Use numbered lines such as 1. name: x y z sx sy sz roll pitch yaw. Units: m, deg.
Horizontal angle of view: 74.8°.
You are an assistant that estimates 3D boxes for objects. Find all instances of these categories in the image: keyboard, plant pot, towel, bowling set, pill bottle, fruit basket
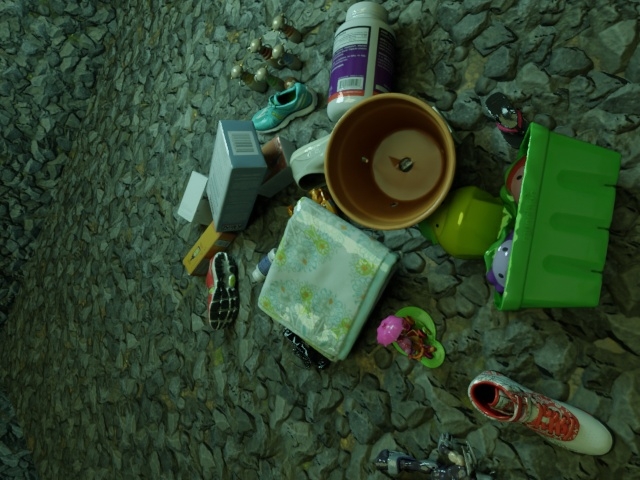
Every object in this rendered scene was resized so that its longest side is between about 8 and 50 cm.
1. keyboard: -0.040 0.323 1.285 0.192 0.038 0.100 34 79 36
2. plant pot: 0.180 -0.180 0.985 0.291 0.203 0.290 5 101 24
3. towel: 0.006 0.116 1.158 0.320 0.090 0.374 32 114 18
4. bowling set: -0.154 -0.613 1.449 0.287 0.154 0.200 -51 57 19
5. pill bottle: 0.122 -0.499 1.209 0.182 0.181 0.322 1 82 37
6. fruit basket: 0.385 -0.038 0.902 0.392 0.283 0.392 -2 84 19
7. pill bottle: -0.170 0.086 1.392 0.120 0.067 0.067 -43 60 22

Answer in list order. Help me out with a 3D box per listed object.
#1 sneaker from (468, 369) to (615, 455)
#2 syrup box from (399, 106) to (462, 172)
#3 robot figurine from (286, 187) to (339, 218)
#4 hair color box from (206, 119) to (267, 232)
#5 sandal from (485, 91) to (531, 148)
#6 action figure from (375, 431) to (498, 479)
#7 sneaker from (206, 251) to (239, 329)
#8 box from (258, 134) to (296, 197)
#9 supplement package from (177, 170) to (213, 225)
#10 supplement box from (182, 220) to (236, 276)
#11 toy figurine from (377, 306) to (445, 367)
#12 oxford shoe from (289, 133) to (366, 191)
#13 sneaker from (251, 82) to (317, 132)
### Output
1. sneaker: 0.435 0.357 0.849 0.270 0.145 0.090 24 96 37
2. syrup box: 0.247 -0.234 1.123 0.237 0.096 0.093 -38 64 26
3. robot figurine: 0.000 0.000 1.271 0.211 0.085 0.291 -33 64 29
4. hair color box: -0.290 -0.200 1.394 0.374 0.114 0.185 -55 48 54
5. sandal: 0.455 -0.292 1.013 0.067 0.040 0.179 -38 62 25
6. action figure: 0.269 0.547 0.974 0.285 0.099 0.185 -14 67 30
7. sneaker: -0.364 0.184 1.518 0.118 0.107 0.279 -17 68 53
8. box: -0.159 -0.249 1.429 0.170 0.091 0.130 -31 65 29
9. supplement package: -0.457 -0.160 1.624 0.105 0.105 0.179 28 100 37
10. supplement box: -0.422 0.032 1.583 0.233 0.080 0.078 -47 58 19
11. toy figurine: 0.208 0.243 1.027 0.130 0.159 0.173 -50 58 19
12. oxford shoe: 0.086 -0.254 1.205 0.449 0.169 0.130 -21 67 40
13. sneaker: -0.142 -0.464 1.442 0.275 0.110 0.107 -20 71 33
